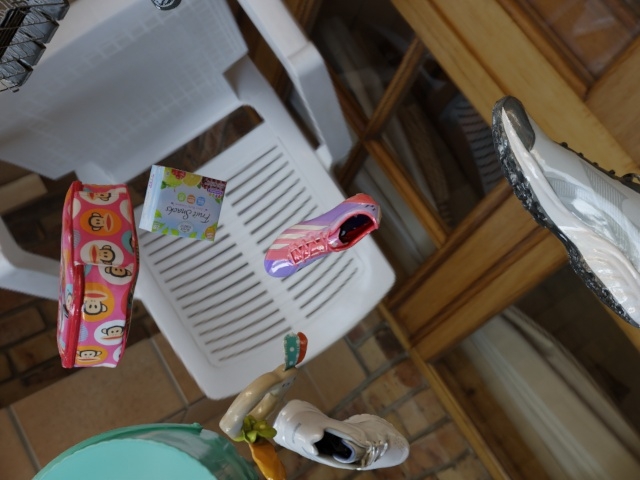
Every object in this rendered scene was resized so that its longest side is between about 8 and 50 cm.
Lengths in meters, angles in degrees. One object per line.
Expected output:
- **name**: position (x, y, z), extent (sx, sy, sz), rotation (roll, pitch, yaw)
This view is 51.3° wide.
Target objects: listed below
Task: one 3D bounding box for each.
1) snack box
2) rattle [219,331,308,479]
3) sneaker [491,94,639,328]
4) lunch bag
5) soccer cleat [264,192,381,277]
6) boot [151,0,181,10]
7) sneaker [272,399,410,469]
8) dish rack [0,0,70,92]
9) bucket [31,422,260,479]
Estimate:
- **snack box**: position (-0.367, -0.097, 1.791), extent (0.207, 0.070, 0.175), rotation (12, 92, -45)
- **rattle**: position (-0.051, 0.259, 1.053), extent (0.199, 0.142, 0.130), rotation (-43, 138, -15)
- **sneaker**: position (0.274, -0.044, 0.685), extent (0.108, 0.271, 0.100), rotation (-39, 176, 9)
- **lunch bag**: position (-0.390, 0.068, 1.157), extent (0.120, 0.293, 0.258), rotation (3, 135, -22)
- **soccer cleat**: position (0.000, 0.000, 1.214), extent (0.248, 0.083, 0.095), rotation (-30, -156, 11)
- **boot**: position (-0.306, -0.570, 1.325), extent (0.085, 0.236, 0.178), rotation (-9, -169, 0)
- **sneaker**: position (0.055, 0.378, 1.215), extent (0.297, 0.129, 0.111), rotation (18, 89, -33)
- **dish rack**: position (-0.524, -0.331, 1.112), extent (0.208, 0.074, 0.271), rotation (-52, -167, 17)
- **bucket**: position (-0.188, 0.332, 0.706), extent (0.281, 0.281, 0.183), rotation (-31, 165, -9)
